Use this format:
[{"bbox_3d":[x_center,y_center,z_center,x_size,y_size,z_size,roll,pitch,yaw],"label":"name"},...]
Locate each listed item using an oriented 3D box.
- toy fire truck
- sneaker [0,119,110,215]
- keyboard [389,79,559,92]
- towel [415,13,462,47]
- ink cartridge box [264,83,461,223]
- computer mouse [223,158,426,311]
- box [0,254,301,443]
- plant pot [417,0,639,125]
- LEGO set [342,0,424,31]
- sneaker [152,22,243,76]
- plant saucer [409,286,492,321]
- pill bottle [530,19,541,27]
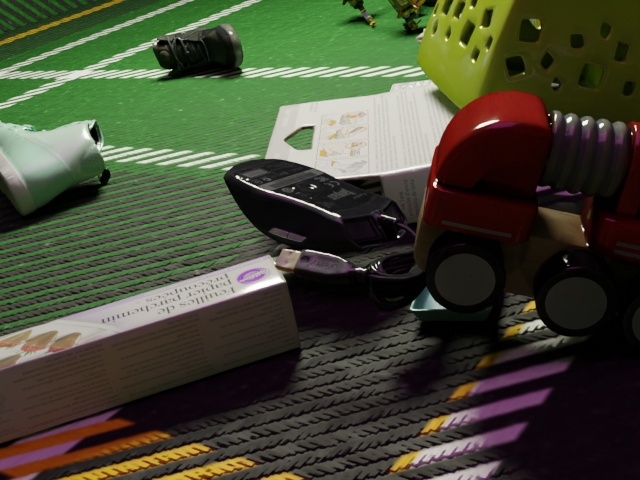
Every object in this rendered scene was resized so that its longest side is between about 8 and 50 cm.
[{"bbox_3d":[0.190,-0.057,0.624,0.217,0.246,0.158,12,27,4],"label":"toy fire truck"},{"bbox_3d":[-0.383,-0.126,1.266,0.151,0.094,0.256,-28,38,-19],"label":"sneaker"},{"bbox_3d":[0.222,-0.220,1.292,0.256,0.014,0.072,-4,25,18],"label":"keyboard"},{"bbox_3d":[0.310,-0.353,1.501,0.282,0.049,0.187,-28,30,-33],"label":"towel"},{"bbox_3d":[0.074,-0.104,1.043,0.261,0.066,0.296,-8,24,7],"label":"ink cartridge box"},{"bbox_3d":[0.000,0.000,0.801,0.262,0.060,0.184,20,27,27],"label":"computer mouse"},{"bbox_3d":[-0.180,0.095,0.732,0.324,0.067,0.063,-18,24,-10],"label":"box"},{"bbox_3d":[0.261,-0.252,1.023,0.227,0.207,0.228,5,27,-15],"label":"plant pot"},{"bbox_3d":[0.195,-0.504,1.794,0.255,0.192,0.331,-51,32,-10],"label":"LEGO set"},{"bbox_3d":[-0.230,-0.351,1.703,0.130,0.087,0.227,-25,24,-23],"label":"sneaker"},{"bbox_3d":[0.131,0.019,0.811,0.067,0.018,0.192,-3,25,20],"label":"plant saucer"},{"bbox_3d":[0.348,-0.324,1.299,0.246,0.136,0.136,-9,24,-7],"label":"pill bottle"}]
